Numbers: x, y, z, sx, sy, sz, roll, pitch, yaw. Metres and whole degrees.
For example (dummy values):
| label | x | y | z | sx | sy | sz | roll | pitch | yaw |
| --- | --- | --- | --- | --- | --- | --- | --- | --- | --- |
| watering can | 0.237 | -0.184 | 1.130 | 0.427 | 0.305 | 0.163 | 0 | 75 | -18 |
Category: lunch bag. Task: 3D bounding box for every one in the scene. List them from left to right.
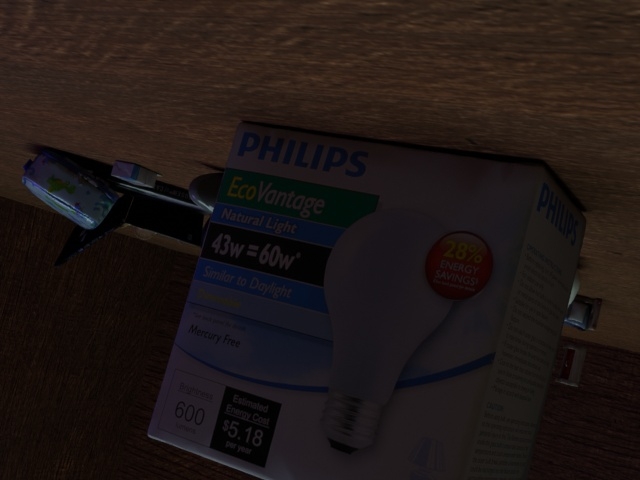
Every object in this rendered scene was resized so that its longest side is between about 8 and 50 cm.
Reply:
| label | x | y | z | sx | sy | sz | roll | pitch | yaw |
| --- | --- | --- | --- | --- | --- | --- | --- | --- | --- |
| lunch bag | -0.491 | -0.100 | 1.754 | 0.176 | 0.090 | 0.219 | 34 | 168 | -14 |

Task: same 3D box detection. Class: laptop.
| label | x | y | z | sx | sy | sz | roll | pitch | yaw |
| --- | --- | --- | --- | --- | --- | --- | --- | --- | --- |
| laptop | -0.394 | -0.008 | 1.899 | 0.136 | 0.264 | 0.234 | 55 | -174 | -18 |

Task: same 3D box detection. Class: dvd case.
| label | x | y | z | sx | sy | sz | roll | pitch | yaw |
| --- | --- | --- | --- | --- | --- | --- | --- | --- | --- |
| dvd case | -0.332 | -0.096 | 1.832 | 0.238 | 0.030 | 0.179 | 16 | 174 | -24 |

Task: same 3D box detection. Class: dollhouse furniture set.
| label | x | y | z | sx | sy | sz | roll | pitch | yaw |
| --- | --- | --- | --- | --- | --- | --- | --- | --- | --- |
| dollhouse furniture set | 0.495 | 0.201 | 1.896 | 0.129 | 0.184 | 0.129 | 14 | 175 | 6 |

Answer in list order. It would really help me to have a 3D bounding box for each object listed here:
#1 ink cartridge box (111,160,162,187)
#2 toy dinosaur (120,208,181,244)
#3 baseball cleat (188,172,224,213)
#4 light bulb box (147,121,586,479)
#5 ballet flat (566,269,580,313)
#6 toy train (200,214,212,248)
| label | x | y | z | sx | sy | sz | roll | pitch | yaw |
| --- | --- | --- | --- | --- | --- | --- | --- | --- | --- |
| ink cartridge box | -0.328 | -0.116 | 1.620 | 0.048 | 0.028 | 0.083 | 11 | 174 | 30 |
| toy dinosaur | -0.418 | -0.045 | 2.234 | 0.183 | 0.093 | 0.053 | 14 | 175 | 1 |
| baseball cleat | -0.094 | -0.068 | 1.392 | 0.206 | 0.072 | 0.109 | 12 | 162 | -26 |
| light bulb box | 0.058 | 0.091 | 0.981 | 0.358 | 0.361 | 0.225 | 11 | 172 | 29 |
| ballet flat | 0.366 | 0.102 | 1.524 | 0.139 | 0.139 | 0.400 | 13 | 170 | 10 |
| toy train | -0.181 | 0.011 | 2.057 | 0.190 | 0.142 | 0.334 | 27 | 174 | -8 |
